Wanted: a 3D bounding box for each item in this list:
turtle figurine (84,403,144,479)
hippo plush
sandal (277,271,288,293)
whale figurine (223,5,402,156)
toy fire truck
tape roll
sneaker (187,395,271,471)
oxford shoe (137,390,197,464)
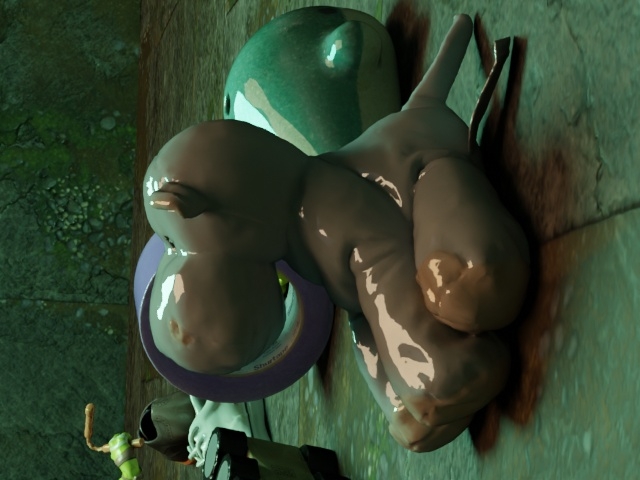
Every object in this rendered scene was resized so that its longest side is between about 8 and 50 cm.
[{"bbox_3d":[-0.193,0.318,2.107,0.087,0.217,0.269,-99,9,-69],"label":"turtle figurine"},{"bbox_3d":[0.000,0.000,1.202,0.234,0.237,0.294,-123,38,-72],"label":"hippo plush"},{"bbox_3d":[-0.080,-0.038,1.882,0.317,0.138,0.126,111,161,-53],"label":"sandal"},{"bbox_3d":[-0.005,-0.086,1.495,0.272,0.141,0.216,-103,20,-53],"label":"whale figurine"},{"bbox_3d":[-0.042,0.323,1.635,0.217,0.159,0.246,-132,56,-74],"label":"toy fire truck"},{"bbox_3d":[-0.086,0.059,1.741,0.080,0.189,0.189,-110,25,-65],"label":"tape roll"},{"bbox_3d":[-0.108,0.245,2.050,0.258,0.091,0.094,-106,22,-58],"label":"sneaker"},{"bbox_3d":[-0.218,0.265,2.578,0.271,0.098,0.096,121,150,-67],"label":"oxford shoe"}]
